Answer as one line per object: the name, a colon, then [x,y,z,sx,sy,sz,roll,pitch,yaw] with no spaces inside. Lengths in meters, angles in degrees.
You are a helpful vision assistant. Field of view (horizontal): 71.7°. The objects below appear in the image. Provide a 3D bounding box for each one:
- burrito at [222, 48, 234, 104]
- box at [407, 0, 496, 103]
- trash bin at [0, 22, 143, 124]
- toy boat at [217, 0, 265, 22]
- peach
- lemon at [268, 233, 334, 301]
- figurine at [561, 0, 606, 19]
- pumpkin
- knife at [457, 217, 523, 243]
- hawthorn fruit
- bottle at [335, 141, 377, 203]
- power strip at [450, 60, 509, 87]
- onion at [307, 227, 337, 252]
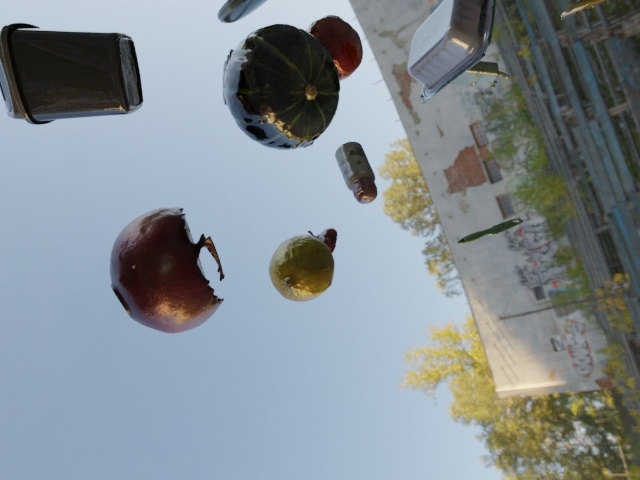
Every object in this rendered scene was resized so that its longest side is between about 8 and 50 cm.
burrito: [-0.353,-0.639,1.743,0.058,0.063,0.229,1,-96,-37]
box: [0.366,-0.597,1.307,0.106,0.336,0.264,16,-104,-18]
trash bin: [-0.569,-0.371,0.991,0.182,0.290,0.209,-99,8,-67]
toy boat: [-0.217,-0.775,1.383,0.092,0.319,0.141,60,-142,-16]
peach: [-0.490,0.111,1.398,0.310,0.335,0.406,-24,-51,-23]
lemon: [-0.069,0.104,1.683,0.284,0.260,0.260,5,-112,-70]
figurine: [0.499,-0.577,0.839,0.208,0.181,0.257,-64,-47,-69]
pumpkin: [-0.097,-0.403,1.190,0.323,0.241,0.323,-14,-64,-30]
knife: [0.456,-0.023,1.185,0.014,0.207,0.030,85,160,-47]
hawthorn fruit: [0.032,-0.592,1.403,0.205,0.205,0.253,46,-147,-32]
bottle: [0.145,-0.253,1.704,0.120,0.120,0.253,20,-136,-49]
power strip: [0.539,-0.601,1.598,0.093,0.288,0.053,111,161,-71]
onion: [0.000,0.000,1.965,0.140,0.150,0.150,25,-132,-12]
